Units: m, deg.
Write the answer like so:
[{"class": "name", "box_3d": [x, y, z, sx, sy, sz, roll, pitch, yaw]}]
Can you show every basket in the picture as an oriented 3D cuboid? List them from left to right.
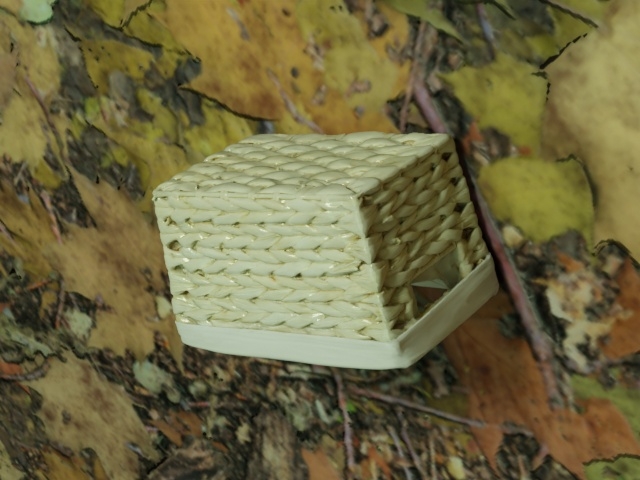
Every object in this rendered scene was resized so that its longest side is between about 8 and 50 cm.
[{"class": "basket", "box_3d": [0.000, 0.000, 0.793, 0.167, 0.113, 0.103, 4, 115, 38]}]
